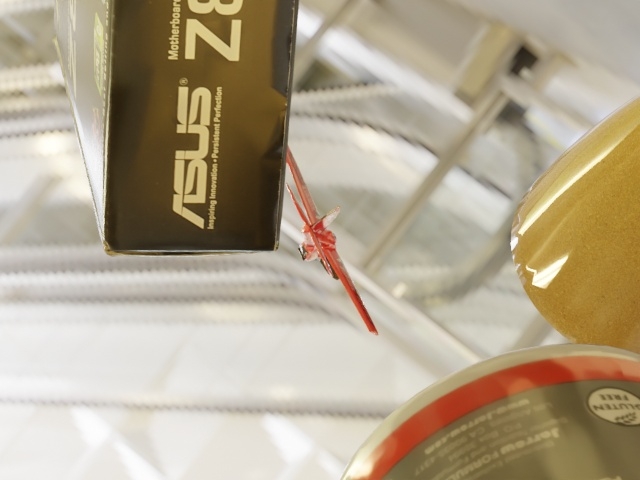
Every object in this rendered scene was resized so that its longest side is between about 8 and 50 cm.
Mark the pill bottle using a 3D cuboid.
[{"bbox_3d":[0.137,0.221,0.771,0.210,0.210,0.363,41,-166,-33],"label":"pill bottle"}]

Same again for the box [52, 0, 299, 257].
[{"bbox_3d":[-0.073,-0.233,0.954,0.097,0.395,0.318,0,-155,-11],"label":"box"}]

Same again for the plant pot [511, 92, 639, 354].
[{"bbox_3d":[0.325,-0.045,1.774,0.237,0.237,0.254,38,147,10],"label":"plant pot"}]

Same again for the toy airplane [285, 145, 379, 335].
[{"bbox_3d":[0.000,0.000,1.310,0.151,0.028,0.151,155,90,-84],"label":"toy airplane"}]
